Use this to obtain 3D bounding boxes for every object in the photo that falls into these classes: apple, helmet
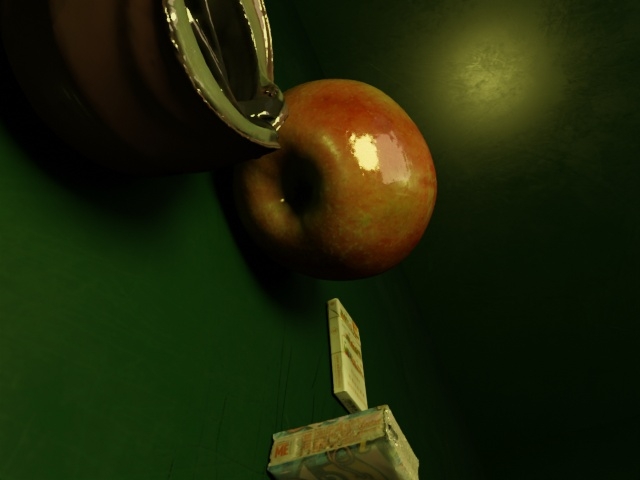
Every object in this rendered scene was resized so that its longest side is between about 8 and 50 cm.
[{"bbox_3d":[0.016,-0.085,0.712,0.277,0.319,0.319,-27,96,-48],"label":"apple"},{"bbox_3d":[-0.159,-0.197,0.449,0.338,0.197,0.271,-98,167,-49],"label":"helmet"}]

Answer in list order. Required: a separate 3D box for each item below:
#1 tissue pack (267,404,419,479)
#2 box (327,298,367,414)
[{"bbox_3d":[0.031,0.269,0.550,0.065,0.155,0.116,-80,147,-60],"label":"tissue pack"},{"bbox_3d":[0.054,0.237,0.923,0.122,0.032,0.220,57,18,-37],"label":"box"}]
